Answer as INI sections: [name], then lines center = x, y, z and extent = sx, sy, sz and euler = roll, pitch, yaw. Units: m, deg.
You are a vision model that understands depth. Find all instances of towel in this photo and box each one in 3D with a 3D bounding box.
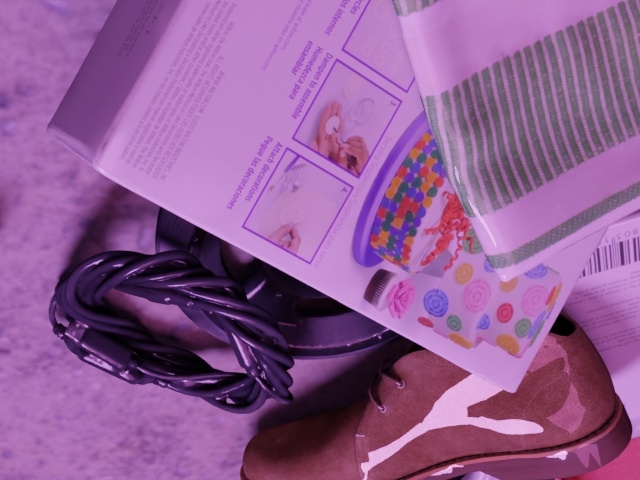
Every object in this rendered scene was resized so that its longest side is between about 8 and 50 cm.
[towel]
center = 0.150, -0.164, 0.827
extent = 0.248, 0.038, 0.325
euler = -27, 115, -19

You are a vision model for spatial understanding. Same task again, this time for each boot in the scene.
[boot]
center = 0.065, 0.120, 1.063
extent = 0.305, 0.112, 0.115
euler = -15, 114, 25

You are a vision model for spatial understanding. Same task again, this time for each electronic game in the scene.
[electronic game]
center = 0.000, 0.000, 1.006
extent = 0.229, 0.048, 0.229
euler = -4, 132, -4

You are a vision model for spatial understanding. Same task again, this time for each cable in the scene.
[cable]
center = -0.092, 0.061, 0.999
extent = 0.184, 0.047, 0.150
euler = 29, 141, -15

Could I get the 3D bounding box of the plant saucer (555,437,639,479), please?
[plant saucer]
center = 0.307, 0.144, 1.178
extent = 0.258, 0.048, 0.259
euler = -19, 119, 0

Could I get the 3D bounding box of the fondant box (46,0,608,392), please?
[fondant box]
center = 0.040, -0.084, 0.866
extent = 0.330, 0.096, 0.238
euler = 29, 90, -30

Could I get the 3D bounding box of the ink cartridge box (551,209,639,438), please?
[ink cartridge box]
center = 0.296, 0.030, 1.064
extent = 0.275, 0.060, 0.239
euler = -16, 135, 0

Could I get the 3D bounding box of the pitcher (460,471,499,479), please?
[pitcher]
center = 0.075, 0.250, 1.189
extent = 0.207, 0.125, 0.178
euler = -33, 108, -2
